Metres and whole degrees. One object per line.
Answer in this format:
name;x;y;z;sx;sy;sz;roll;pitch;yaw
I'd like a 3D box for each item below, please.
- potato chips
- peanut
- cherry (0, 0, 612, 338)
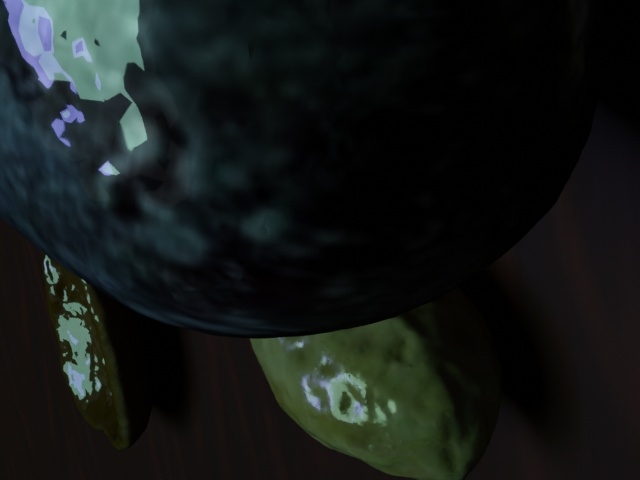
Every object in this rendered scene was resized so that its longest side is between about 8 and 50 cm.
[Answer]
potato chips;-0.140;0.040;1.166;0.150;0.049;0.202;34;143;57
peanut;0.000;0.000;0.769;0.229;0.098;0.103;62;-171;4
cherry;-0.024;-0.098;0.580;0.255;0.218;0.296;47;137;45
